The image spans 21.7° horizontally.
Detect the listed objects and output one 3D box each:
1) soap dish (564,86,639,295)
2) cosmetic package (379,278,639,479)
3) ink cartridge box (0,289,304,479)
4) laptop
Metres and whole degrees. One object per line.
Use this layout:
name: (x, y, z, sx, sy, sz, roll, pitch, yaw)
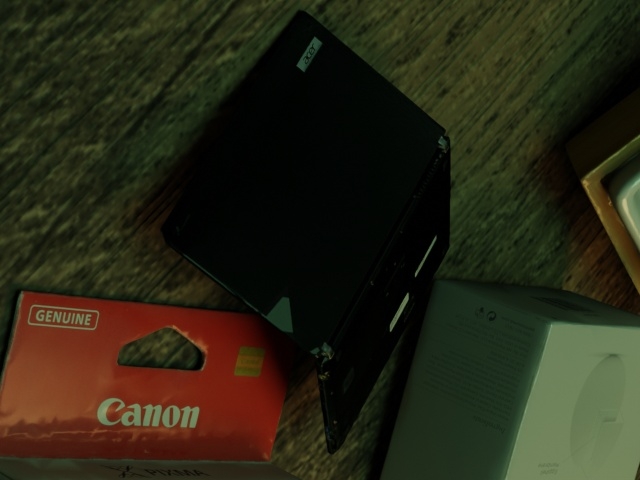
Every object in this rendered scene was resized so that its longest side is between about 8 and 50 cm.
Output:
soap dish: (0.375, -0.045, 1.613, 0.229, 0.118, 0.291, -37, 130, -3)
cosmetic package: (0.188, 0.163, 1.521, 0.224, 0.138, 0.225, 7, 100, -49)
ink cartridge box: (-0.128, 0.182, 1.282, 0.296, 0.066, 0.261, 8, 100, -46)
laptop: (0.000, 0.000, 1.348, 0.234, 0.136, 0.264, -59, 161, -26)
